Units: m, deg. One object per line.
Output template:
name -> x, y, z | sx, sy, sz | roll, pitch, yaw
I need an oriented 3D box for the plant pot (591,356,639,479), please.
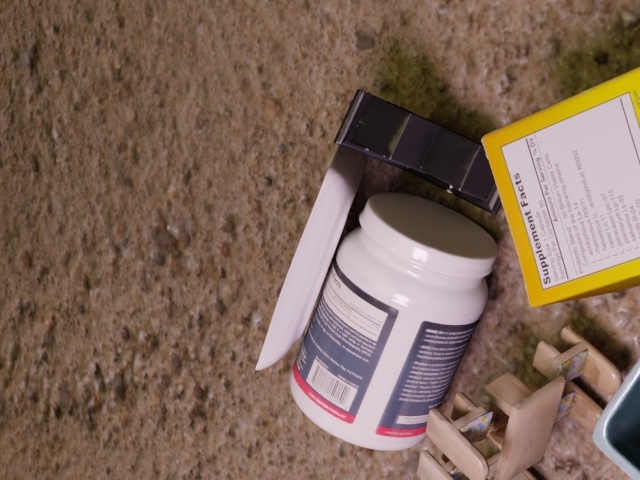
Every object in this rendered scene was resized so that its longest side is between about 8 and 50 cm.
plant pot -> 0.463, 0.154, 1.251 | 0.247, 0.252, 0.248 | 44, 120, 31

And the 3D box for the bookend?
bookend -> 0.128, -0.105, 1.589 | 0.157, 0.156, 0.072 | 29, 98, 36

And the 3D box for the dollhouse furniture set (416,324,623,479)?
dollhouse furniture set -> 0.240, 0.261, 1.496 | 0.161, 0.212, 0.242 | 44, 147, 32

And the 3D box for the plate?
plate -> 0.000, 0.000, 1.683 | 0.045, 0.277, 0.278 | 21, 111, 1

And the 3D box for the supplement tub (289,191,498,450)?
supplement tub -> 0.089, 0.099, 1.623 | 0.191, 0.191, 0.272 | 37, 116, 34

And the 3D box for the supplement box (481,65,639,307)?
supplement box -> 0.377, -0.076, 1.350 | 0.356, 0.195, 0.194 | -22, 79, 40
